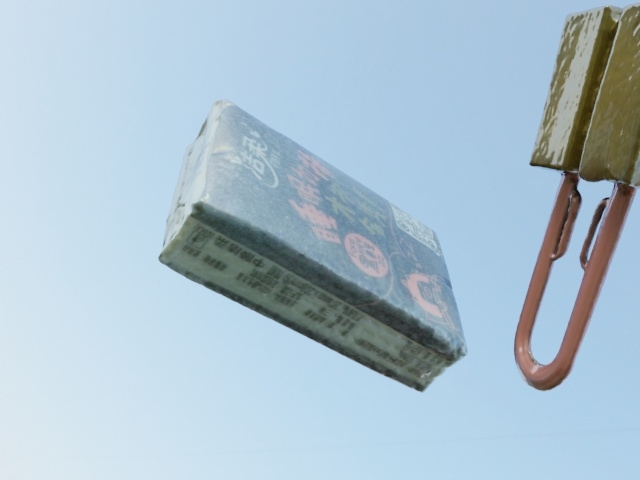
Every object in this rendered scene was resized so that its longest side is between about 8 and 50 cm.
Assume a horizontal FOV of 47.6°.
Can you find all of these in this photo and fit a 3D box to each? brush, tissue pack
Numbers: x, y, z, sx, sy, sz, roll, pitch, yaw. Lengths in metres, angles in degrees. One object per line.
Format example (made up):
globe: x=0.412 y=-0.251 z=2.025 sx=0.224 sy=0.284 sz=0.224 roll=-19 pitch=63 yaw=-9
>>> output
brush: x=0.164 y=-0.021 z=0.437 sx=0.103 sy=0.047 sz=0.234 roll=-145 pitch=-112 yaw=-71
tissue pack: x=0.000 y=0.000 z=0.768 sx=0.315 sy=0.228 sz=0.103 roll=30 pitch=-63 yaw=-20
